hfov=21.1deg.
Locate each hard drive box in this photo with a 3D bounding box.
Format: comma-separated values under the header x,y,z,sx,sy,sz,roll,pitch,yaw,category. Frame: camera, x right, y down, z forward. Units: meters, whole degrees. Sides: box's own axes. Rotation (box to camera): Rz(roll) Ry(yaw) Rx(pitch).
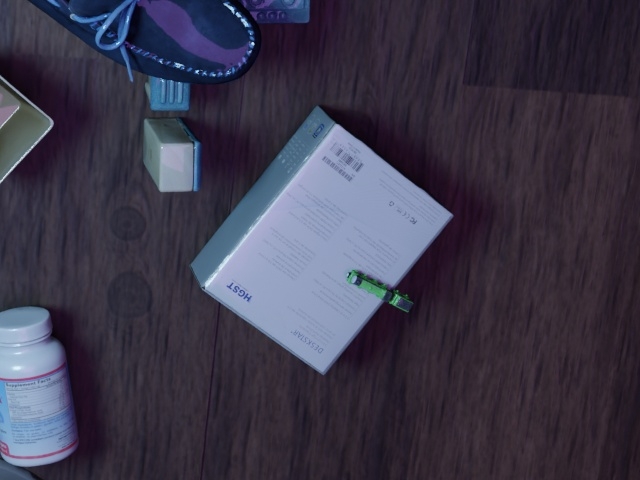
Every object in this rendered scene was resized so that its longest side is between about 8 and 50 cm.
x,y,z,sx,sy,sz,roll,pitch,yaw,category
0.000,0.000,1.894,0.181,0.089,0.232,38,95,-22,hard drive box

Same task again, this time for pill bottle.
x,y,z,sx,sy,sz,roll,pitch,yaw,category
-0.315,0.157,1.867,0.087,0.087,0.160,-9,109,-11,pill bottle

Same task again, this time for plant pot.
x,y,z,sx,sy,sz,roll,pitch,yaw,category
-0.352,-0.127,1.761,0.109,0.096,0.109,42,94,-23,plant pot

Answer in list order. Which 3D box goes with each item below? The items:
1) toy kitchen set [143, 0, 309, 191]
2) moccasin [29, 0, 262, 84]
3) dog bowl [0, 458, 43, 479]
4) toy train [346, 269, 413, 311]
x,y,z,sx,sy,sz,roll,pitch,yaw,category
-0.095,-0.166,1.799,0.166,0.122,0.207,-2,108,-14,toy kitchen set
-0.221,-0.249,1.690,0.342,0.117,0.138,23,86,-1,moccasin
-0.422,0.411,1.915,0.349,0.102,0.349,-4,108,-13,dog bowl
0.064,0.055,1.868,0.083,0.024,0.017,26,100,-22,toy train
